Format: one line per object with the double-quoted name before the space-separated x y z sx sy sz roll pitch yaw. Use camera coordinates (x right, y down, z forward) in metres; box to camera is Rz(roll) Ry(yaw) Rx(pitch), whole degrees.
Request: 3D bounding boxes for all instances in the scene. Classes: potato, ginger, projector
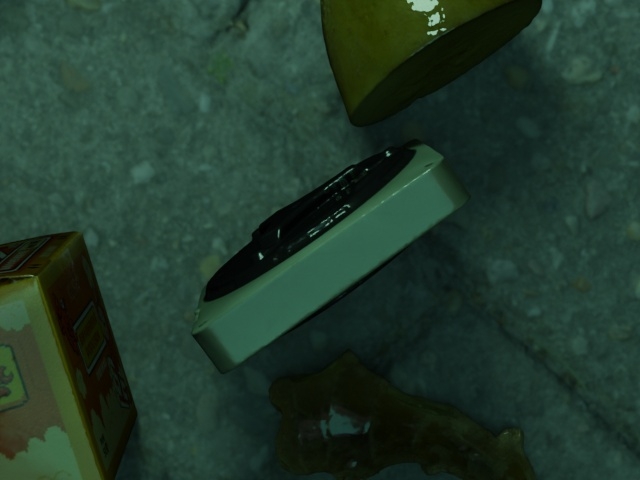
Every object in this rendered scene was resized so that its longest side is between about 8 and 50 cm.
"potato" 0.080 -0.224 1.405 0.203 0.178 0.158 -32 81 27
"ginger" 0.086 0.204 1.491 0.295 0.086 0.131 25 74 -9
"projector" 0.000 0.000 1.372 0.259 0.257 0.079 -35 98 2

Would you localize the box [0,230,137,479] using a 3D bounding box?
"box" -0.325 0.130 1.365 0.260 0.283 0.213 -18 99 0
